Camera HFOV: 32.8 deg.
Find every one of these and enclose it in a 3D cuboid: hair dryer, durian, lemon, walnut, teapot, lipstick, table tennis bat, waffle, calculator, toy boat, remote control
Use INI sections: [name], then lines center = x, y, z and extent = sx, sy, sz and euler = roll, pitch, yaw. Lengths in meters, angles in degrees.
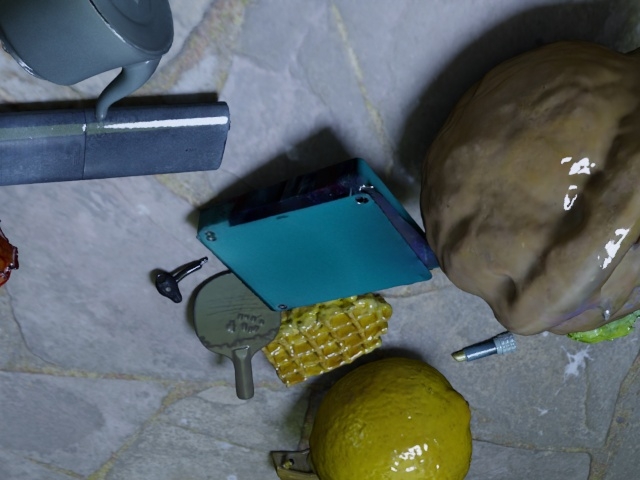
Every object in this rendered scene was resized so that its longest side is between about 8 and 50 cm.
[hair dryer]
center = -0.188, 0.054, 1.519
extent = 0.083, 0.031, 0.079
euler = -31, 155, -1
[durian]
center = 0.468, 0.121, 1.883
extent = 0.375, 0.132, 0.107
euler = -7, 118, -27
[lemon]
center = 0.122, 0.335, 1.841
extent = 0.293, 0.293, 0.293
euler = -14, 144, -11
[walnut]
center = 0.307, -0.067, 1.371
extent = 0.383, 0.384, 0.384
euler = -14, 144, -11
[teapot]
center = -0.250, -0.225, 1.029
extent = 0.149, 0.162, 0.239
euler = -24, 121, 23
[lipstick]
center = 0.294, 0.198, 1.955
extent = 0.116, 0.037, 0.037
euler = -18, 145, 0
[table tennis bat]
center = -0.121, 0.141, 1.611
extent = 0.131, 0.022, 0.235
euler = -7, 123, -8
[waffle]
center = 0.013, 0.141, 1.708
extent = 0.210, 0.055, 0.160
euler = -23, 144, 4
[calculator]
center = 0.000, 0.000, 1.450
extent = 0.274, 0.058, 0.248
euler = -16, 141, 25
[toy boat]
center = 0.009, 0.422, 2.073
extent = 0.225, 0.068, 0.088
euler = 9, 130, -32
[remote control]
center = -0.292, -0.107, 1.231
extent = 0.377, 0.044, 0.107
euler = -6, 147, -20

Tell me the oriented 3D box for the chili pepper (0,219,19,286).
[chili pepper]
center = -0.490, 0.047, 1.284
extent = 0.252, 0.136, 0.144
euler = -33, 171, 28
